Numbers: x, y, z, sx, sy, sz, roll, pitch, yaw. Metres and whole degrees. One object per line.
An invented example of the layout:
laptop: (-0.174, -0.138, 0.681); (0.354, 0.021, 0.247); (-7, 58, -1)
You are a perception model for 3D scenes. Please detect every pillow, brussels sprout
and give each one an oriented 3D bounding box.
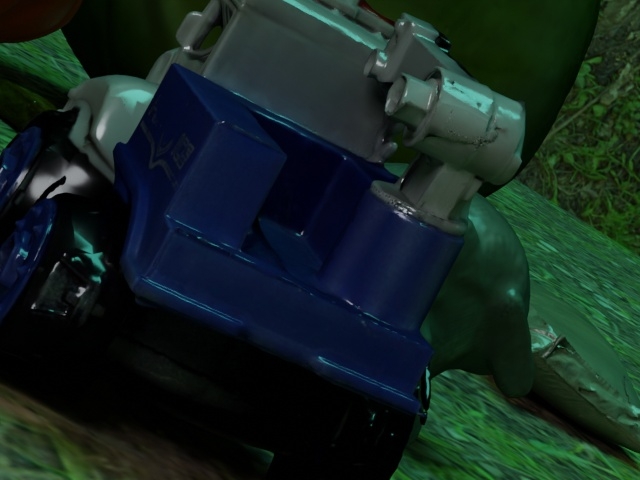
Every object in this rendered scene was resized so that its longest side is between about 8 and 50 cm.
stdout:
pillow: (0.148, 0.067, 1.112); (0.119, 0.053, 0.208); (32, 8, -14)
brussels sprout: (-0.017, -0.161, 1.076); (0.371, 0.315, 0.276); (23, 27, -1)

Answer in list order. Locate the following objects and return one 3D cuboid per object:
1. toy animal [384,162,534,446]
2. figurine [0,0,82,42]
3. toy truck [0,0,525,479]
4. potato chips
toy animal: (0.011, 0.000, 0.831); (0.108, 0.138, 0.236); (-13, 35, -24)
figurine: (-0.267, -0.213, 0.912); (0.306, 0.241, 0.412); (52, -15, -13)
toy truck: (-0.025, -0.017, 0.629); (0.161, 0.177, 0.213); (26, 11, -21)
potato chips: (-0.132, -0.043, 0.916); (0.037, 0.026, 0.204); (20, 14, -35)
